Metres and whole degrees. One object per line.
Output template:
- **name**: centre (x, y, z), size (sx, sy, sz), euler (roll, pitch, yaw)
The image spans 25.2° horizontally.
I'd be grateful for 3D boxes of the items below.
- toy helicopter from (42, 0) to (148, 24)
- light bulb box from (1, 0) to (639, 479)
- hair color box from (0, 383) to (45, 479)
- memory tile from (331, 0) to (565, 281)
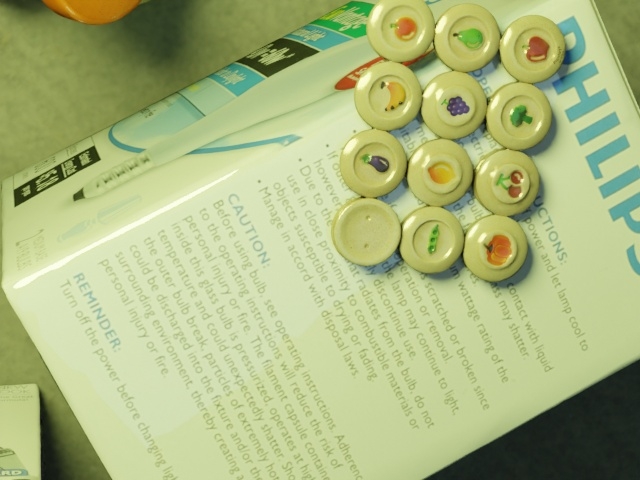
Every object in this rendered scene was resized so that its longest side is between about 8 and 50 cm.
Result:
- **toy helicopter**: centre (-0.149, -0.333, 0.959), size (0.235, 0.140, 0.355), euler (-31, 124, -30)
- **light bulb box**: centre (0.000, 0.000, 0.953), size (0.361, 0.358, 0.225), euler (-28, 106, -6)
- **hair color box**: centre (-0.273, 0.194, 0.943), size (0.185, 0.339, 0.110), euler (-3, 100, -11)
- **memory tile**: centre (0.068, -0.054, 0.768), size (0.113, 0.012, 0.148), euler (9, 97, -11)
